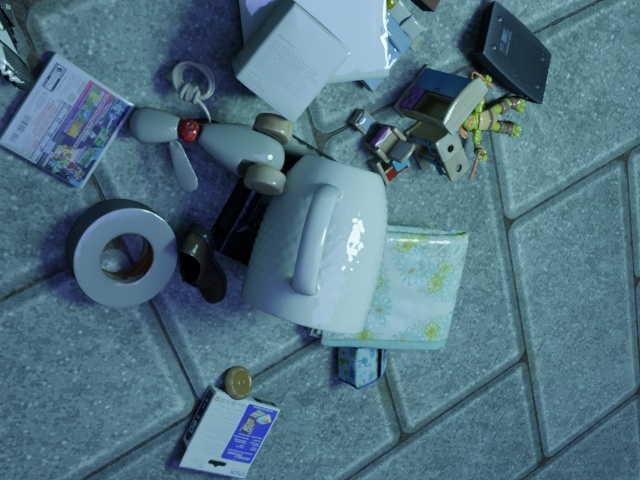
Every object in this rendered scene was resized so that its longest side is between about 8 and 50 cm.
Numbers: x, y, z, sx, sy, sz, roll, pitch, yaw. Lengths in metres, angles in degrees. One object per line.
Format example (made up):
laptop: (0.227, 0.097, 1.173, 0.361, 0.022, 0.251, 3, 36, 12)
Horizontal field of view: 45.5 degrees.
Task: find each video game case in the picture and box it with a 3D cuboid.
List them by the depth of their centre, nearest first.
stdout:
video game case: (-0.487, -0.228, 1.474, 0.183, 0.023, 0.201, 33, 89, -37)

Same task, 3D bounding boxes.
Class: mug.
mug: (0.000, 0.000, 1.565, 0.276, 0.374, 0.328, 16, 94, 5)

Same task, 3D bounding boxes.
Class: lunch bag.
lunch bag: (0.125, 0.308, 2.035, 0.151, 0.096, 0.129, -16, 115, -42)

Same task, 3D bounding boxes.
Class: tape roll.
tape roll: (-0.413, 0.026, 1.593, 0.219, 0.072, 0.219, -13, 116, -27)

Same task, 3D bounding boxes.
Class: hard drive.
hard drive: (-0.011, -0.432, 1.613, 0.307, 0.040, 0.203, -8, 115, -8)
hard drive: (0.484, -0.466, 1.926, 0.254, 0.054, 0.172, 28, 69, -35)

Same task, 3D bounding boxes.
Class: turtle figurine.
turtle figurine: (0.429, -0.300, 1.975, 0.217, 0.087, 0.270, -11, 104, -37)

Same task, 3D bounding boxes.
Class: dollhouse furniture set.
dollhouse furniture set: (0.172, -0.365, 1.719, 0.286, 0.198, 0.303, -52, 126, -4)
dollhouse furniture set: (0.245, -0.187, 1.879, 0.183, 0.129, 0.129, -40, 125, -13)

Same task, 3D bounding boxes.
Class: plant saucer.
plant saucer: (-0.196, 0.348, 1.868, 0.083, 0.015, 0.084, 12, 71, -41)

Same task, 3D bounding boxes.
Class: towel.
towel: (0.170, 0.119, 1.911, 0.374, 0.090, 0.321, 3, 113, -14)

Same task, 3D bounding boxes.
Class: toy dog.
toy dog: (-0.207, -0.192, 1.570, 0.333, 0.161, 0.220, 33, 71, 5)

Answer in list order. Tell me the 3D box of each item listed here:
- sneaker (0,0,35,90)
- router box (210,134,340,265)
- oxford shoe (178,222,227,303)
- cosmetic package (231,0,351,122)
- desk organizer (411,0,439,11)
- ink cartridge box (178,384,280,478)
sneaker: (-0.567, -0.371, 1.331, 0.106, 0.078, 0.234, -42, 123, -8)
router box: (-0.081, -0.074, 1.752, 0.242, 0.081, 0.309, 28, 93, -36)
oxford shoe: (-0.268, 0.072, 1.668, 0.227, 0.082, 0.096, 76, 34, -45)
cosmetic package: (-0.062, -0.365, 1.525, 0.151, 0.151, 0.184, 37, 104, -22)
desk organizer: (0.220, -0.583, 1.755, 0.130, 0.047, 0.050, 27, 91, -37)
ink cartridge box: (-0.232, 0.482, 1.907, 0.206, 0.045, 0.208, 25, 93, -36)
